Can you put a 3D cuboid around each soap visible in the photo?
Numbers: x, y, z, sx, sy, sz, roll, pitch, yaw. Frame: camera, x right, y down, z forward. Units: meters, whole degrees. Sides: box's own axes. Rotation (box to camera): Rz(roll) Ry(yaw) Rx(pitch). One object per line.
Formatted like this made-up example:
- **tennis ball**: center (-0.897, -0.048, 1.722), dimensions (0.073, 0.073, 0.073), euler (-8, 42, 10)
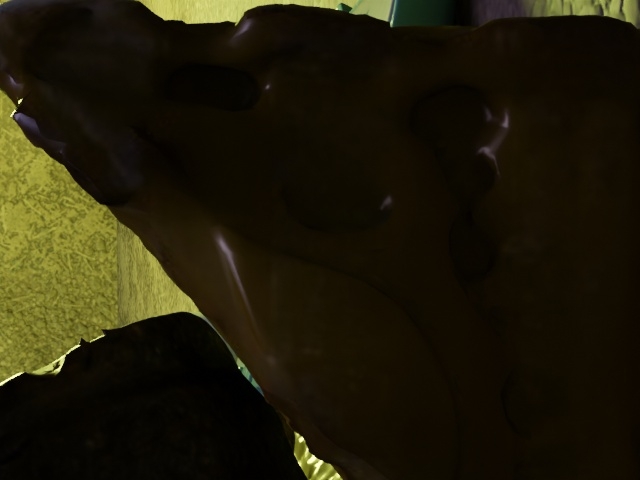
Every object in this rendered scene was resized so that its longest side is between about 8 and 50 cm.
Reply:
- **soap**: center (0.034, 0.091, 0.519), dimensions (0.169, 0.304, 0.339), euler (-179, 88, -79)

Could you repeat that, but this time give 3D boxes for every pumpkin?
- **pumpkin**: center (-0.081, 0.173, 0.616), dimensions (0.232, 0.242, 0.325), euler (59, 160, 5)

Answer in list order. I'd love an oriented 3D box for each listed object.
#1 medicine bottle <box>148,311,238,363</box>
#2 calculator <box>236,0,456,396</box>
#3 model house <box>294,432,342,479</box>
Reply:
- **medicine bottle**: center (-0.102, 0.261, 1.198), dimensions (0.242, 0.242, 0.395), euler (140, 132, -72)
- **calculator**: center (0.000, 0.000, 0.946), dimensions (0.256, 0.054, 0.386), euler (149, 140, -74)
- **model house**: center (0.049, 0.141, 0.721), dimensions (0.193, 0.174, 0.234), euler (-126, 34, -67)
